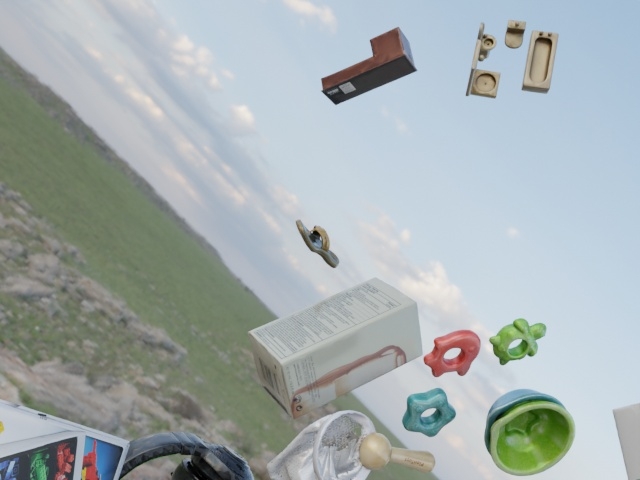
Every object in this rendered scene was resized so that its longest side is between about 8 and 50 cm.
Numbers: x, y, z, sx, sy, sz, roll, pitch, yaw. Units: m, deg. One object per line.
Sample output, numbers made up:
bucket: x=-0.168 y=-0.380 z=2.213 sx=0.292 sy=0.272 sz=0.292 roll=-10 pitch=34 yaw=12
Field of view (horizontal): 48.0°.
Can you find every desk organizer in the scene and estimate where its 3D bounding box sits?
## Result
desk organizer: x=0.064 y=-0.244 z=1.009 sx=0.047 sy=0.130 sz=0.050 roll=30 pitch=46 yaw=-57

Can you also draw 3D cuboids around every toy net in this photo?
toy net: x=0.070 y=0.141 z=0.538 sx=0.045 sy=0.232 sz=0.122 roll=-112 pitch=-174 yaw=-62

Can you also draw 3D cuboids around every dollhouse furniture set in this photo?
dollhouse furniture set: x=0.359 y=-0.345 z=1.324 sx=0.151 sy=0.144 sz=0.123 roll=11 pitch=-10 yaw=9

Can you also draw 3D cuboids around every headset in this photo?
headset: x=-0.192 y=0.423 z=1.125 sx=0.394 sy=0.244 sz=0.185 roll=20 pitch=0 yaw=-31

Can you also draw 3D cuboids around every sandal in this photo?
sandal: x=0.000 y=0.000 z=1.569 sx=0.180 sy=0.049 sz=0.072 roll=43 pitch=14 yaw=-47

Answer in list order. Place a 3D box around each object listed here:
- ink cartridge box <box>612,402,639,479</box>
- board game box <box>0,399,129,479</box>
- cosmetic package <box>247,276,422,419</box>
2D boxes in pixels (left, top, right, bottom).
ink cartridge box: x=0.392 y=0.265 z=0.707 sx=0.160 sy=0.220 sz=0.092 roll=10 pitch=-26 yaw=-34
board game box: x=-0.315 y=0.304 z=0.645 sx=0.192 sy=0.306 sz=0.053 roll=26 pitch=-32 yaw=-22
cosmetic package: x=0.031 y=0.198 z=1.375 sx=0.153 sy=0.296 sz=0.129 roll=31 pitch=-43 yaw=57
